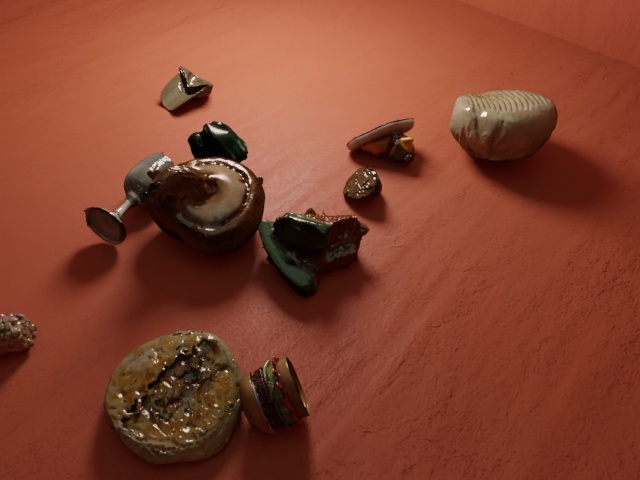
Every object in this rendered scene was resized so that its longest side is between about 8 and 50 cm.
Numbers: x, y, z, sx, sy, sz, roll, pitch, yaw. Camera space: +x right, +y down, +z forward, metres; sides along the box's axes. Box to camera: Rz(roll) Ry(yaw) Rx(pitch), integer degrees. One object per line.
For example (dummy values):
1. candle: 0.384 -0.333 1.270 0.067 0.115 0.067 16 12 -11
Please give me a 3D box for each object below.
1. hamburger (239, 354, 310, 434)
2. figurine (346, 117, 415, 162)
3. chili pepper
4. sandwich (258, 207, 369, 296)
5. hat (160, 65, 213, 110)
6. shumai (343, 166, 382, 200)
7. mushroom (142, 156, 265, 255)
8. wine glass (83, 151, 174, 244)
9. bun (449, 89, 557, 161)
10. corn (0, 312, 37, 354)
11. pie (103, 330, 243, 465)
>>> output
1. hamburger: -0.110 0.351 1.287 0.136 0.175 0.175 -22 51 -4
2. figurine: 0.230 -0.315 1.995 0.249 0.166 0.141 -21 86 9
3. chili pepper: -0.302 -0.259 1.847 0.165 0.261 0.174 -38 17 -3
4. sandwich: 0.000 0.000 1.608 0.301 0.162 0.250 -20 65 -20
5. hat: -0.505 -0.554 2.188 0.166 0.144 0.173 39 99 26
6. shumai: 0.147 -0.169 1.847 0.105 0.139 0.123 33 78 -14
7. mushroom: -0.323 -0.113 1.637 0.345 0.260 0.346 3 56 -4
8. wine glass: -0.556 -0.137 1.726 0.143 0.143 0.321 19 49 13
9. bun: 0.629 -0.393 2.000 0.365 0.219 0.365 0 30 0
10. corn: -0.866 0.239 1.372 0.335 0.127 0.127 -2 47 -11
11. pie: -0.333 0.351 1.324 0.339 0.077 0.339 2 46 -2
